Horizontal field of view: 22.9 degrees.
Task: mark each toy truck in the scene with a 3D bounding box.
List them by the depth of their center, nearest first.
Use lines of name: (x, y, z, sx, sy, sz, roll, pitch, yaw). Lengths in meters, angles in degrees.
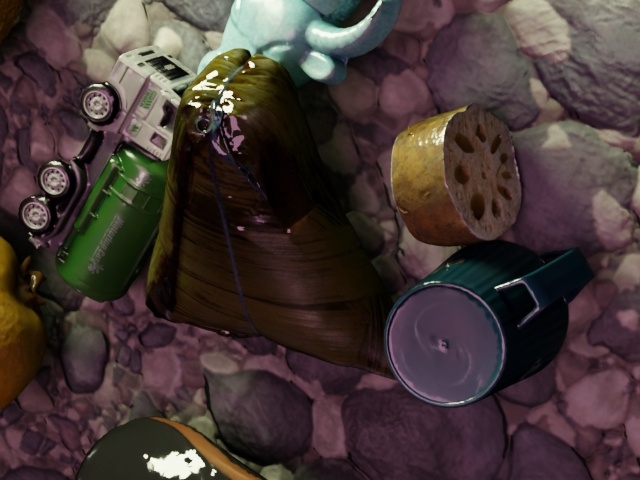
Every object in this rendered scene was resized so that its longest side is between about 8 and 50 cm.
toy truck: (-0.190, -0.060, 1.514, 0.125, 0.101, 0.242, 36, 113, 10)

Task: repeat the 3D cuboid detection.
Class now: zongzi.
zongzi: (0.000, 0.000, 1.392, 0.300, 0.138, 0.286, 27, 139, 9)

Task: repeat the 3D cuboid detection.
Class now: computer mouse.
computer mouse: (-0.111, 0.289, 1.496, 0.323, 0.116, 0.183, 27, 92, 25)

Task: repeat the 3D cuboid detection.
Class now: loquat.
loquat: (-0.370, 0.081, 1.561, 0.208, 0.208, 0.208, 4, 100, 23)

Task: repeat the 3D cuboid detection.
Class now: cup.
cup: (0.147, 0.064, 1.352, 0.176, 0.155, 0.131, -34, 84, 26)

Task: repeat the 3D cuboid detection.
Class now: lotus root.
lotus root: (0.114, -0.055, 1.371, 0.081, 0.112, 0.122, -6, 97, 32)

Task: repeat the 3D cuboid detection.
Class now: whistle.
whistle: (-0.017, -0.208, 1.419, 0.274, 0.093, 0.186, -52, 59, 19)

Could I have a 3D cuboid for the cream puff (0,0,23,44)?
cream puff: (-0.429, -0.275, 1.525, 0.303, 0.212, 0.303, 6, 106, 22)
